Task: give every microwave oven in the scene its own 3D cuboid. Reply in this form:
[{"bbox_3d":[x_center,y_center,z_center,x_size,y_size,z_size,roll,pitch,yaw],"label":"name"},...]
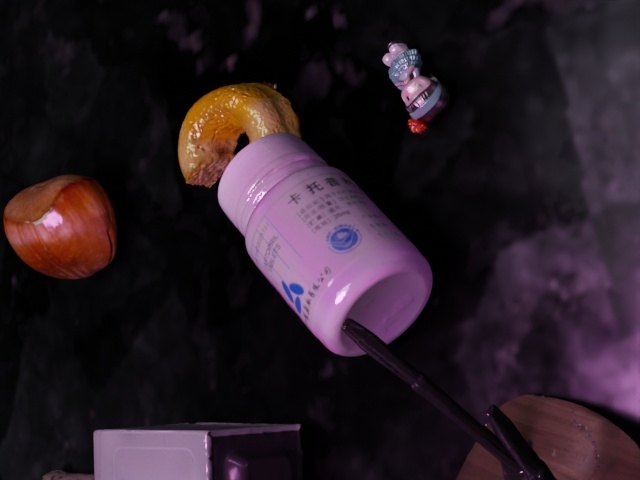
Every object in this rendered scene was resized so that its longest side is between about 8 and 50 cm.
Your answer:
[{"bbox_3d":[-0.136,0.368,1.834,0.238,0.181,0.295,-6,83,42],"label":"microwave oven"}]

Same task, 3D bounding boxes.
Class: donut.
[{"bbox_3d":[-0.105,-0.128,1.909,0.181,0.078,0.146,12,99,42],"label":"donut"}]

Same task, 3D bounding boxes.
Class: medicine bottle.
[{"bbox_3d":[0.000,0.000,1.745,0.254,0.152,0.152,48,119,33],"label":"medicine bottle"}]

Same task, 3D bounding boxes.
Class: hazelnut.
[{"bbox_3d":[-0.351,-0.014,2.099,0.150,0.150,0.150,-3,85,44],"label":"hazelnut"}]

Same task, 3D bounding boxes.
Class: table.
[{"bbox_3d":[0.118,0.246,1.446,0.317,0.249,0.317,-34,36,29],"label":"table"}]

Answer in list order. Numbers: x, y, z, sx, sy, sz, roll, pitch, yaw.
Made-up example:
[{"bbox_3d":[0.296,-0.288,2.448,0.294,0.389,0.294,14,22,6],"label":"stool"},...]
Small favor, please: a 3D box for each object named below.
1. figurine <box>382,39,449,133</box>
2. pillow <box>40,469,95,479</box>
[{"bbox_3d":[0.103,-0.174,1.730,0.060,0.047,0.106,-43,57,23],"label":"figurine"},{"bbox_3d":[-0.303,0.363,2.084,0.241,0.051,0.093,-3,85,41],"label":"pillow"}]
